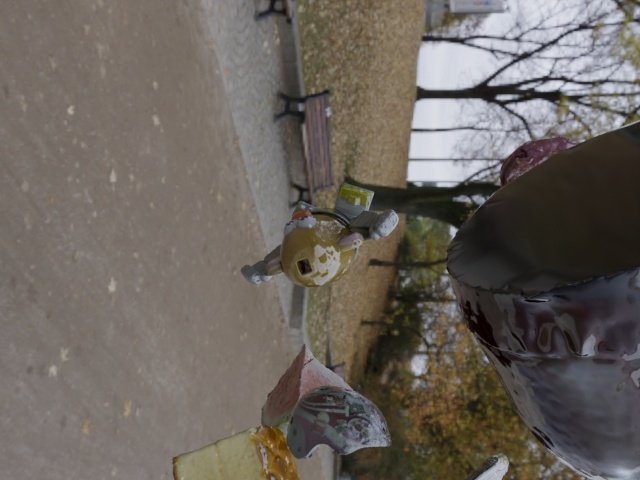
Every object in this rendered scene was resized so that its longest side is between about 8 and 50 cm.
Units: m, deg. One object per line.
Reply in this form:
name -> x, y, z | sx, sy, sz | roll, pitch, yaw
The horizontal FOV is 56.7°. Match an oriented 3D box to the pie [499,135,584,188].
pie -> 0.348, -0.091, 0.897 | 0.038, 0.154, 0.153 | -73, 165, -49

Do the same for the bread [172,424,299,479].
bread -> -0.151, 0.560, 1.265 | 0.279, 0.207, 0.279 | 57, 11, -67

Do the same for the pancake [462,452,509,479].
pancake -> 0.280, 0.508, 1.132 | 0.031, 0.250, 0.250 | 35, -39, 38

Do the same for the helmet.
helmet -> 0.027, 0.301, 1.014 | 0.153, 0.177, 0.107 | 49, 35, -78

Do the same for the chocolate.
chocolate -> 0.358, 0.082, 0.625 | 0.331, 0.384, 0.383 | 58, 12, -12

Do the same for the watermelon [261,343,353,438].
watermelon -> -0.051, 0.412, 1.523 | 0.232, 0.193, 0.310 | -43, 168, -25

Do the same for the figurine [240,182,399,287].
figurine -> 0.002, 0.001, 1.232 | 0.342, 0.167, 0.285 | -44, -171, 29
